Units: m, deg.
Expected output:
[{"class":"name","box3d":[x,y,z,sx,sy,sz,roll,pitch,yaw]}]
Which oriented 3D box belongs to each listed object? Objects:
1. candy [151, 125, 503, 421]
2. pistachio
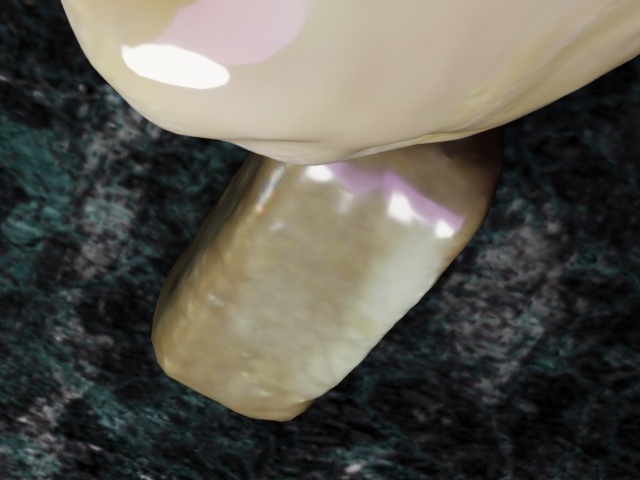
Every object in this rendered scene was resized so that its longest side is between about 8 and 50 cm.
[{"class":"candy","box3d":[0.000,0.000,0.793,0.104,0.102,0.234,27,135,-9]},{"class":"pistachio","box3d":[0.065,-0.200,0.408,0.365,0.281,0.445,-8,143,-31]}]
